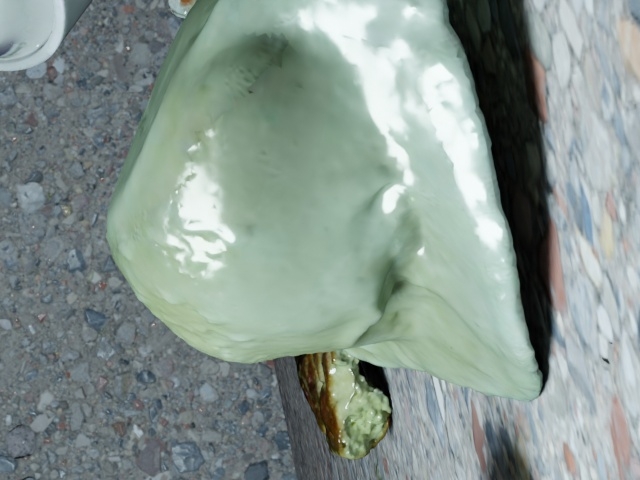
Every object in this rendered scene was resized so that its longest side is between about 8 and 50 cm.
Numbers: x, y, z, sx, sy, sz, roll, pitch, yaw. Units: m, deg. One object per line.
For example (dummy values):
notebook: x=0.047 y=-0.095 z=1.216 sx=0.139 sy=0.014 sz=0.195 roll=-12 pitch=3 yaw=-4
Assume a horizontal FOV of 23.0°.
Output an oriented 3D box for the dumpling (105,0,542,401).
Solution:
dumpling: x=-0.016 y=-0.023 z=0.849 sx=0.320 sy=0.212 sz=0.270 roll=-42 pitch=-62 yaw=-85

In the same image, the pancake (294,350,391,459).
pancake: x=0.000 y=0.005 z=1.520 sx=0.427 sy=0.067 sz=0.304 roll=-110 pitch=18 yaw=-60

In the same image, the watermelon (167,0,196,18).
watermelon: x=-0.190 y=-0.356 z=1.488 sx=0.289 sy=0.214 sz=0.319 roll=-3 pitch=-96 yaw=-71

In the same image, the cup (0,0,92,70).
cup: x=-0.186 y=-0.309 z=0.997 sx=0.371 sy=0.253 sz=0.253 roll=-59 pitch=-16 yaw=-28
